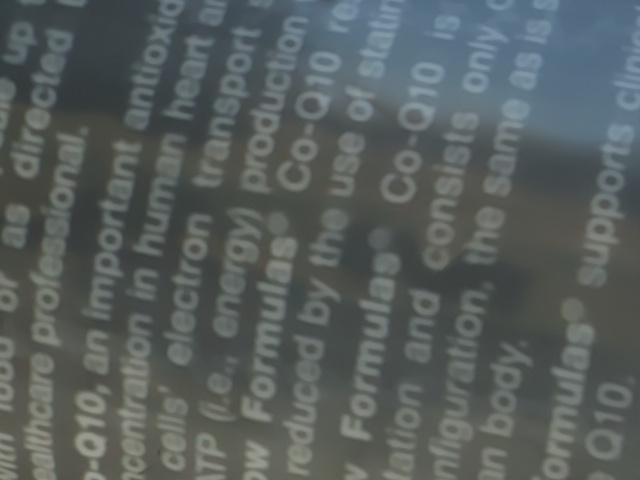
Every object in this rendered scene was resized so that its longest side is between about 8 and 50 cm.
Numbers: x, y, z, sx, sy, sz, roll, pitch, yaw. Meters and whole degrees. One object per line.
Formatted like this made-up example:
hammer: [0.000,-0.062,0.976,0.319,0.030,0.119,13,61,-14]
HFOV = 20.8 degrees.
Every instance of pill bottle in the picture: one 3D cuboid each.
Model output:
pill bottle: [0.000,0.000,0.446,0.361,0.204,0.204,11,-25,13]
